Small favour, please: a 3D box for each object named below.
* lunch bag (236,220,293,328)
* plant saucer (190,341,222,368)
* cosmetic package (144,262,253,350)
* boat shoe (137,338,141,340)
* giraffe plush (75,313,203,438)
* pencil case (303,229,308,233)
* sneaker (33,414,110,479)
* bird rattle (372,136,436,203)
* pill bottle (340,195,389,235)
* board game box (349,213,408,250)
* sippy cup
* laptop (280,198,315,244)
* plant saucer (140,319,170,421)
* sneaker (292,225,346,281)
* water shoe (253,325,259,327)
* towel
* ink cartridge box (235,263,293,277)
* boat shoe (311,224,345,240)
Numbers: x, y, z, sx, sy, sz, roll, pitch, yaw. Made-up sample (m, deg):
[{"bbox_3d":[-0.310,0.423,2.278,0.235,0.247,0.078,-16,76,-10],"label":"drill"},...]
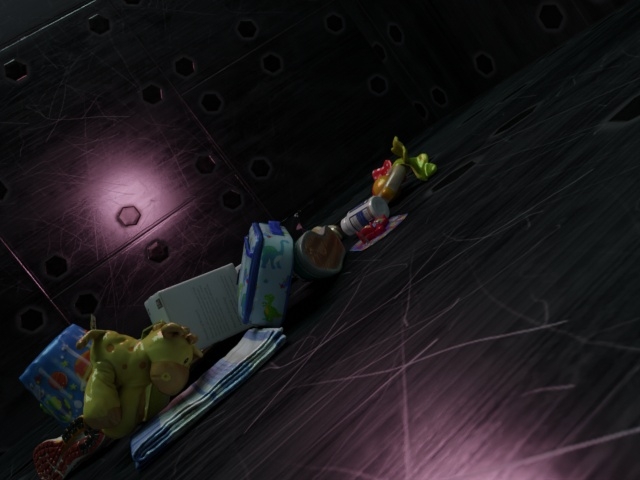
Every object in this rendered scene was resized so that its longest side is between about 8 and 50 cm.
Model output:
[{"bbox_3d":[-0.106,0.056,0.986,0.219,0.090,0.176,-130,51,-75],"label":"lunch bag"},{"bbox_3d":[-0.330,0.280,1.349,0.278,0.041,0.278,-36,5,3],"label":"plant saucer"},{"bbox_3d":[-0.271,0.163,1.172,0.183,0.151,0.151,-22,-4,-32],"label":"cosmetic package"},{"bbox_3d":[-0.566,0.382,1.754,0.094,0.109,0.302,-51,-7,14],"label":"boat shoe"},{"bbox_3d":[-0.293,0.213,0.889,0.170,0.210,0.181,-12,-4,-3],"label":"giraffe plush"},{"bbox_3d":[-0.078,0.005,1.887,0.206,0.086,0.088,-179,106,-82],"label":"pencil case"},{"bbox_3d":[-0.492,0.422,1.057,0.225,0.088,0.093,-35,-15,17],"label":"sneaker"},{"bbox_3d":[0.190,-0.169,1.470,0.207,0.143,0.253,-58,11,-25],"label":"bird rattle"},{"bbox_3d":[0.108,-0.057,1.299,0.120,0.067,0.067,-31,8,42],"label":"pill bottle"},{"bbox_3d":[0.121,-0.029,1.169,0.133,0.033,0.168,-38,6,-9],"label":"board game box"},{"bbox_3d":[-0.560,0.328,1.228,0.305,0.224,0.240,-47,10,-3],"label":"sippy cup"},{"bbox_3d":[-0.109,0.006,1.748,0.234,0.136,0.264,-33,6,27],"label":"laptop"},{"bbox_3d":[-0.336,0.267,1.057,0.188,0.045,0.188,-28,54,57],"label":"plant saucer"},{"bbox_3d":[-0.026,0.047,1.119,0.121,0.108,0.302,-37,-2,13],"label":"sneaker"},{"bbox_3d":[-0.128,0.128,1.150,0.073,0.080,0.203,-36,6,9],"label":"water shoe"},{"bbox_3d":[-0.189,0.240,0.852,0.285,0.034,0.209,-39,5,-22],"label":"towel"},{"bbox_3d":[-0.180,0.108,1.404,0.212,0.093,0.154,-34,-10,31],"label":"ink cartridge box"},{"bbox_3d":[0.000,0.000,1.530,0.072,0.068,0.190,-51,10,-19],"label":"boat shoe"}]
